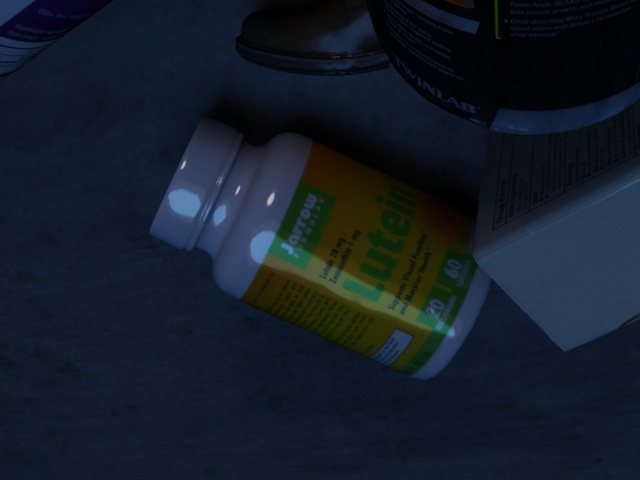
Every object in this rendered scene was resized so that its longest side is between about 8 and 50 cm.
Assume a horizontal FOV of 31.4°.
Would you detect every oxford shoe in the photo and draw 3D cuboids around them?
[{"bbox_3d":[0.046,-0.166,0.778,0.227,0.083,0.096,-5,111,17],"label":"oxford shoe"}]

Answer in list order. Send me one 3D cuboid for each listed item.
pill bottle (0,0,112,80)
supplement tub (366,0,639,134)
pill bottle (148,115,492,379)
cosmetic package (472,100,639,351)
[{"bbox_3d":[-0.203,-0.214,0.718,0.323,0.181,0.181,-26,120,31],"label":"pill bottle"},{"bbox_3d":[0.105,-0.205,0.545,0.207,0.207,0.338,4,162,11],"label":"supplement tub"},{"bbox_3d":[0.000,0.000,0.879,0.245,0.136,0.136,25,131,-7],"label":"pill bottle"},{"bbox_3d":[0.259,-0.068,0.742,0.309,0.160,0.113,-30,118,34],"label":"cosmetic package"}]
